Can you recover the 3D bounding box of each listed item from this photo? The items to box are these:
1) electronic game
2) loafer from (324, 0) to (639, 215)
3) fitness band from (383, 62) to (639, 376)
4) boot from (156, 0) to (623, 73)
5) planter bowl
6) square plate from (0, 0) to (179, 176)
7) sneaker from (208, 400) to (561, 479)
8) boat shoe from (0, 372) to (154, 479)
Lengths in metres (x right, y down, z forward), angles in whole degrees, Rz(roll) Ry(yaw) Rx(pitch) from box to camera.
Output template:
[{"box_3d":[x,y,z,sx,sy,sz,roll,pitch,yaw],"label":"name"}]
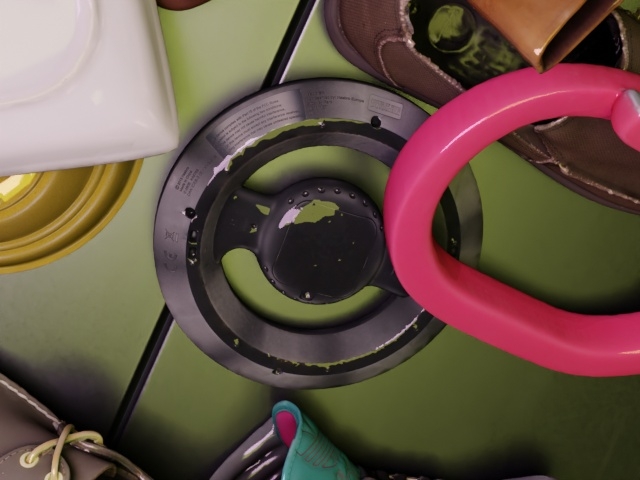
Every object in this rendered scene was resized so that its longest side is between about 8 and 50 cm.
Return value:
[{"box_3d":[0.000,0.000,0.842,0.229,0.048,0.229,-3,113,-8],"label":"electronic game"},{"box_3d":[0.177,-0.092,0.805,0.366,0.130,0.134,18,100,-12],"label":"loafer"},{"box_3d":[0.176,-0.004,0.793,0.291,0.054,0.209,26,128,-29],"label":"fitness band"},{"box_3d":[0.047,-0.171,0.702,0.264,0.280,0.096,-37,145,-6],"label":"boot"},{"box_3d":[-0.218,-0.072,0.774,0.217,0.090,0.217,-2,104,-8],"label":"planter bowl"},{"box_3d":[-0.273,-0.192,0.675,0.347,0.049,0.344,-10,96,-12],"label":"square plate"},{"box_3d":[0.031,0.187,0.861,0.295,0.124,0.178,-21,115,-2],"label":"sneaker"},{"box_3d":[-0.156,0.173,0.792,0.305,0.109,0.091,45,121,8],"label":"boat shoe"}]
